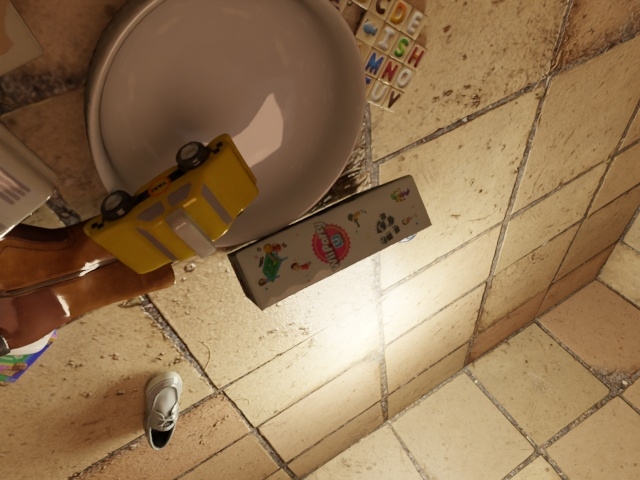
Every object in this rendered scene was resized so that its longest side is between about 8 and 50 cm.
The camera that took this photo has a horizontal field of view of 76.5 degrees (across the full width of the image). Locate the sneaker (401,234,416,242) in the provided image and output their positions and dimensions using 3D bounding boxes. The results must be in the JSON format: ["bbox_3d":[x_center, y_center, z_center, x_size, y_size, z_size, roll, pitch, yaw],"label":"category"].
[{"bbox_3d":[0.178,-0.028,0.957,0.144,0.053,0.059,-15,133,-29],"label":"sneaker"}]

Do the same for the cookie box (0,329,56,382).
[{"bbox_3d":[-0.483,0.162,0.622,0.107,0.040,0.092,-45,140,5],"label":"cookie box"}]

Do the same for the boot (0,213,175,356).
[{"bbox_3d":[-0.319,-0.015,0.503,0.280,0.096,0.264,-26,112,-46],"label":"boot"}]

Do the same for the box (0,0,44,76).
[{"bbox_3d":[-0.392,-0.133,0.272,0.311,0.121,0.148,-46,145,-24],"label":"box"}]

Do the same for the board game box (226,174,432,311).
[{"bbox_3d":[0.000,0.000,0.706,0.303,0.224,0.097,-25,95,-15],"label":"board game box"}]

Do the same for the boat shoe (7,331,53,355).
[{"bbox_3d":[-0.440,0.057,0.509,0.096,0.098,0.277,-37,140,-4],"label":"boat shoe"}]

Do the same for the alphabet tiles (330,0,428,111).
[{"bbox_3d":[0.072,-0.292,0.652,0.237,0.009,0.198,5,124,-41],"label":"alphabet tiles"}]

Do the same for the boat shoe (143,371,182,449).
[{"bbox_3d":[-0.350,0.389,0.913,0.079,0.081,0.227,-4,130,-36],"label":"boat shoe"}]

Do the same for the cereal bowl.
[{"bbox_3d":[-0.118,-0.163,0.519,0.339,0.141,0.339,-22,138,-21],"label":"cereal bowl"}]

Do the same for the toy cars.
[{"bbox_3d":[-0.234,-0.019,0.386,0.393,0.087,0.176,-4,128,-35],"label":"toy cars"}]
